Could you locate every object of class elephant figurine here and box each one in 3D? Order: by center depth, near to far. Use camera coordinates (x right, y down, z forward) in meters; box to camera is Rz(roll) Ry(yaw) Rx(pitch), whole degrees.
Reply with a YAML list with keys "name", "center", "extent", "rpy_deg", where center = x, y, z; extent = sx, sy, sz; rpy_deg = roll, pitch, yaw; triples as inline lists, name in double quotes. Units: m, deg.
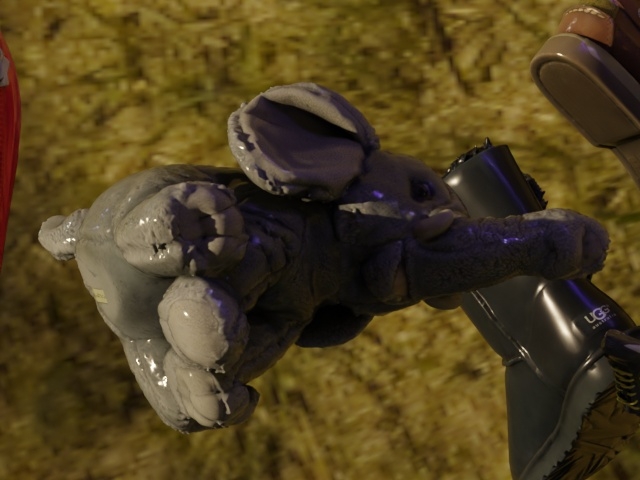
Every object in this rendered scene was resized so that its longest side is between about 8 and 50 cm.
- name: "elephant figurine"
  center: [0.000, 0.000, 1.099]
  extent: [0.186, 0.239, 0.169]
  rpy_deg: [60, 155, 8]

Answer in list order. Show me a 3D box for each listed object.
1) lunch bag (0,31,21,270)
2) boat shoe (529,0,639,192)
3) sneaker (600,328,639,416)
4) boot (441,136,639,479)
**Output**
- name: "lunch bag"
  center: [-0.206, 0.037, 0.708]
  extent: [0.258, 0.120, 0.293]
  rpy_deg: [16, 103, 45]
- name: "boat shoe"
  center: [0.304, -0.079, 1.586]
  extent: [0.307, 0.104, 0.110]
  rpy_deg: [47, 157, -22]
- name: "sneaker"
  center: [0.175, 0.077, 1.077]
  extent: [0.031, 0.083, 0.035]
  rpy_deg: [26, 83, 43]
- name: "boot"
  center: [0.145, 0.062, 1.432]
  extent: [0.207, 0.094, 0.246]
  rpy_deg: [55, 158, 23]
